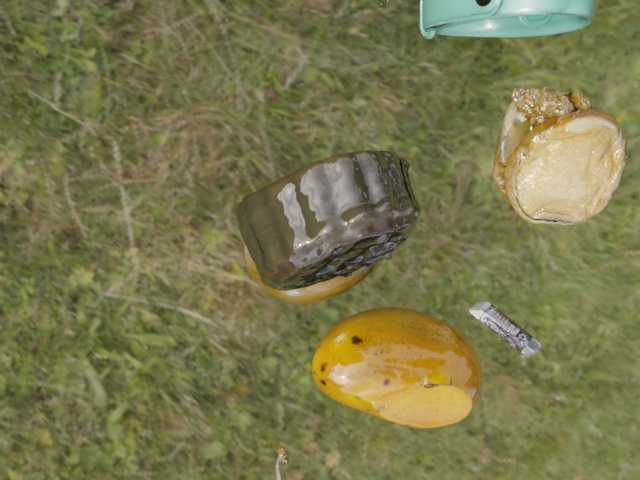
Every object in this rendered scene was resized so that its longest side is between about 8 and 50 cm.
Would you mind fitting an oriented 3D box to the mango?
[{"bbox_3d":[0.112,0.189,1.697,0.290,0.191,0.160,7,127,-30],"label":"mango"}]

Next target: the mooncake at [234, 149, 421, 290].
[{"bbox_3d":[0.015,-0.021,1.383,0.228,0.228,0.124,-9,74,-35],"label":"mooncake"}]

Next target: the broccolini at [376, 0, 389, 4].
[{"bbox_3d":[0.008,-0.400,1.638,0.216,0.058,0.067,14,140,-3],"label":"broccolini"}]

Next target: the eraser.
[{"bbox_3d":[0.232,0.110,1.396,0.027,0.099,0.019,-37,162,-49],"label":"eraser"}]

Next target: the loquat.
[{"bbox_3d":[0.000,0.000,1.615,0.227,0.179,0.179,-23,133,22],"label":"loquat"}]

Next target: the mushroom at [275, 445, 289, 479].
[{"bbox_3d":[-0.053,0.447,1.699,0.028,0.286,0.026,11,141,-22],"label":"mushroom"}]

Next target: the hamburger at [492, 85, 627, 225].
[{"bbox_3d":[0.432,-0.153,2.045,0.243,0.146,0.286,-39,119,1],"label":"hamburger"}]

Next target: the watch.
[{"bbox_3d":[0.231,-0.290,1.389,0.195,0.237,0.068,-6,98,-42],"label":"watch"}]
